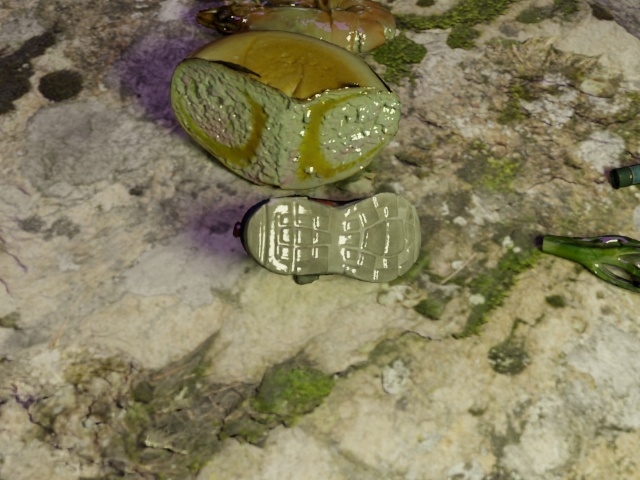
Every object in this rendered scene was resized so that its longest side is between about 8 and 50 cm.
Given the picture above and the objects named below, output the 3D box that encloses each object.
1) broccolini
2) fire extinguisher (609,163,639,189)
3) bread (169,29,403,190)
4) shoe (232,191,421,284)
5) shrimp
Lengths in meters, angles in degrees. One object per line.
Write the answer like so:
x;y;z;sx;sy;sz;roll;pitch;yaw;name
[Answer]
0.350;0.023;1.210;0.202;0.068;0.091;13;71;8;broccolini
0.393;-0.084;1.323;0.083;0.025;0.038;-11;30;-12;fire extinguisher
-0.031;-0.161;1.289;0.260;0.158;0.156;24;44;16;bread
0.000;-0.001;1.204;0.227;0.125;0.099;2;85;-32;shoe
-0.033;-0.297;1.446;0.267;0.061;0.145;-3;43;-1;shrimp
